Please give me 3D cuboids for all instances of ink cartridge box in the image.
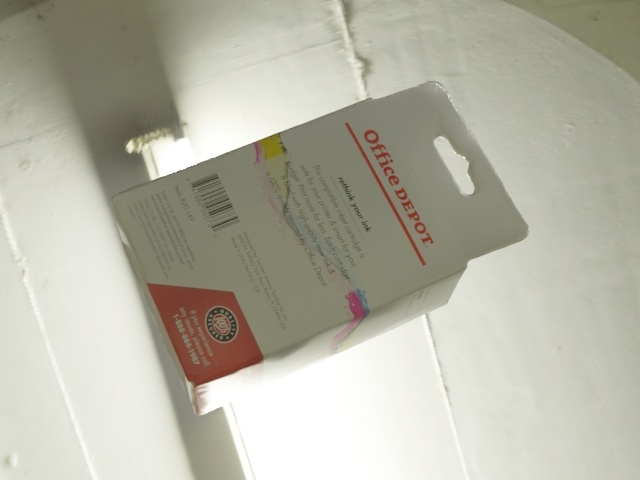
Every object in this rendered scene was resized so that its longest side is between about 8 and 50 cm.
[{"bbox_3d":[0.000,0.000,0.561,0.198,0.067,0.115,-22,-110,-13],"label":"ink cartridge box"}]
